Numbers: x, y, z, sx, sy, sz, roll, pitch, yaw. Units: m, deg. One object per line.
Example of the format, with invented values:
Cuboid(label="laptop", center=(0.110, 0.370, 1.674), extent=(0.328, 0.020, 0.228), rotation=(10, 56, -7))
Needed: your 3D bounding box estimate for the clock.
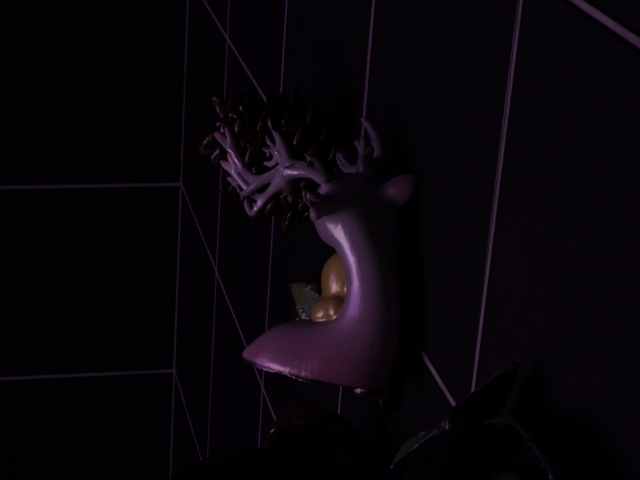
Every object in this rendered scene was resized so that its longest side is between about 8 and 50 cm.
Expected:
Cuboid(label="clock", center=(0.195, 0.315, 1.340), extent=(0.325, 0.067, 0.325), rotation=(178, 90, -76))

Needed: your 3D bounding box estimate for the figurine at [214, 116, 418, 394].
Cuboid(label="figurine", center=(-0.010, -0.001, 1.841), extent=(0.284, 0.206, 0.315), rotation=(21, 99, 62))

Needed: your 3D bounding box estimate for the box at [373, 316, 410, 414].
Cuboid(label="box", center=(0.078, 0.138, 1.889), extent=(0.126, 0.027, 0.125), rotation=(-109, 22, -52))

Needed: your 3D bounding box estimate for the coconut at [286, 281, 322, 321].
Cuboid(label="coconut", center=(-0.014, 0.128, 2.204), extent=(0.158, 0.055, 0.133), rotation=(-105, 18, -49))

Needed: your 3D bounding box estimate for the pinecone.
Cuboid(label="pinecone", center=(-0.064, -0.118, 2.076), extent=(0.179, 0.205, 0.184), rotation=(129, 154, -64))

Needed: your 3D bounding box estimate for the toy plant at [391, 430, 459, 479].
Cuboid(label="toy plant", center=(0.092, 0.320, 1.600), extent=(0.235, 0.175, 0.218), rotation=(-65, -4, -50))

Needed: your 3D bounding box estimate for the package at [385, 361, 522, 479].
Cuboid(label="package", center=(0.118, 0.205, 1.449), extent=(0.027, 0.173, 0.171), rotation=(42, 151, 21))

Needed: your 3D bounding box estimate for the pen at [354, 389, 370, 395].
Cuboid(label="pen", center=(0.051, 0.102, 2.002), extent=(0.025, 0.025, 0.204), rotation=(144, 124, -74))

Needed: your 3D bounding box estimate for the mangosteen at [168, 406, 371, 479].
Cuboid(label="mangosteen", center=(-0.051, 0.412, 1.867), extent=(0.435, 0.382, 0.382), rotation=(-47, -31, -54))
